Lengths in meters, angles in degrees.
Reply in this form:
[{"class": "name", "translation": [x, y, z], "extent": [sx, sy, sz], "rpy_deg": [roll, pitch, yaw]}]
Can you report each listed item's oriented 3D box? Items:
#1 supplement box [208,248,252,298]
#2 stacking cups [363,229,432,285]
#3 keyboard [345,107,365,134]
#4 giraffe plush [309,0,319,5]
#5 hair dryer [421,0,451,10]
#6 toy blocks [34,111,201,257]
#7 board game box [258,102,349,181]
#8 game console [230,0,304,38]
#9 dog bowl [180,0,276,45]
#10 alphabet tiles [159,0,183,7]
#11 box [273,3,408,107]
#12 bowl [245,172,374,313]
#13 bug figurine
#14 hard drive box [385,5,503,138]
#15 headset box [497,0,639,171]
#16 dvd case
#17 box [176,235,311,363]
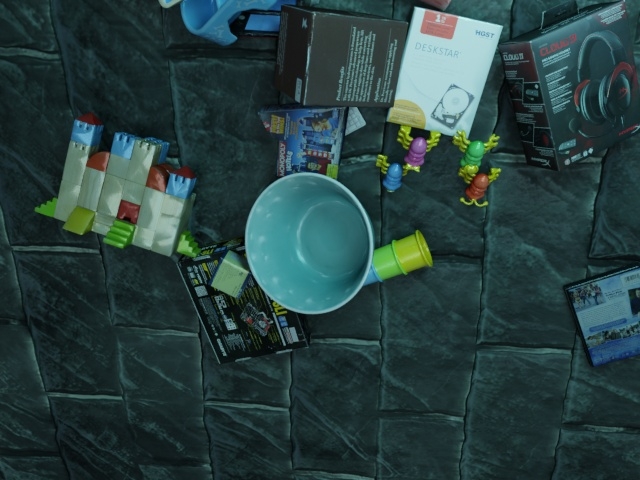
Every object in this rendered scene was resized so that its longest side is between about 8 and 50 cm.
[{"class": "supplement box", "translation": [-0.212, 0.081, 1.364], "extent": [0.083, 0.056, 0.083], "rpy_deg": [27, 114, -5]}, {"class": "stacking cups", "translation": [0.113, 0.079, 1.387], "extent": [0.316, 0.096, 0.096], "rpy_deg": [-24, 109, 17]}, {"class": "keyboard", "translation": [0.008, -0.351, 1.251], "extent": [0.072, 0.014, 0.256], "rpy_deg": [-27, 108, 17]}, {"class": "giraffe plush", "translation": [-0.025, -0.584, 1.080], "extent": [0.182, 0.210, 0.170], "rpy_deg": [-24, 85, -26]}, {"class": "hair dryer", "translation": [0.192, -0.589, 1.087], "extent": [0.224, 0.080, 0.293], "rpy_deg": [-14, 112, 12]}, {"class": "toy blocks", "translation": [-0.443, -0.136, 1.329], "extent": [0.382, 0.190, 0.260], "rpy_deg": [19, 103, 0]}, {"class": "board game box", "translation": [-0.044, -0.234, 1.281], "extent": [0.194, 0.060, 0.194], "rpy_deg": [12, 120, 6]}, {"class": "game console", "translation": [-0.110, -0.487, 1.168], "extent": [0.144, 0.124, 0.085], "rpy_deg": [5, 141, 5]}, {"class": "dog bowl", "translation": [-0.179, -0.495, 1.086], "extent": [0.297, 0.074, 0.165], "rpy_deg": [-18, 83, 50]}, {"class": "alphabet tiles", "translation": [-0.295, -0.595, 1.048], "extent": [0.278, 0.021, 0.283], "rpy_deg": [-15, 102, 31]}, {"class": "box", "translation": [0.035, -0.364, 1.116], "extent": [0.203, 0.167, 0.168], "rpy_deg": [-4, 117, -24]}, {"class": "bowl", "translation": [0.000, 0.000, 1.296], "extent": [0.312, 0.163, 0.311], "rpy_deg": [3, 97, 25]}, {"class": "bug figurine", "translation": [0.260, -0.157, 1.234], "extent": [0.279, 0.072, 0.216], "rpy_deg": [7, 152, 5]}, {"class": "hard drive box", "translation": [0.250, -0.351, 1.182], "extent": [0.181, 0.089, 0.232], "rpy_deg": [12, 115, 1]}, {"class": "headset box", "translation": [0.495, -0.317, 1.117], "extent": [0.218, 0.110, 0.293], "rpy_deg": [-25, 110, -9]}, {"class": "dvd case", "translation": [0.729, 0.190, 1.403], "extent": [0.181, 0.022, 0.252], "rpy_deg": [-21, 110, 16]}, {"class": "box", "translation": [-0.192, 0.153, 1.466], "extent": [0.257, 0.079, 0.321], "rpy_deg": [-14, 111, 10]}]
